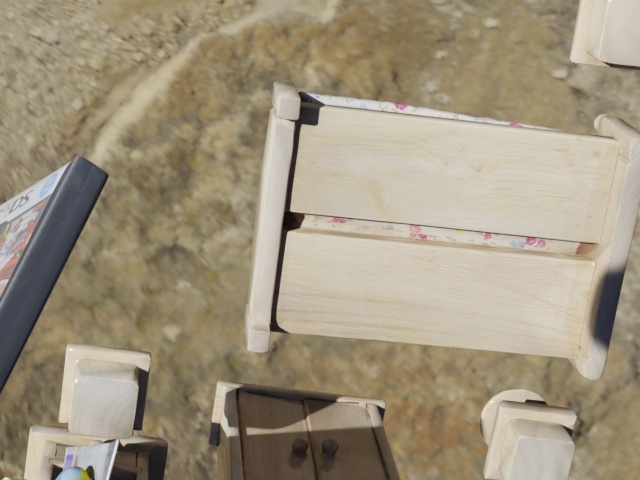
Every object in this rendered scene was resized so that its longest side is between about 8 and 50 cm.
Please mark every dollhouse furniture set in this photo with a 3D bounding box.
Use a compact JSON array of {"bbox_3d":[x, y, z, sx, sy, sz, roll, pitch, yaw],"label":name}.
[{"bbox_3d":[0.000,0.000,0.791,0.303,0.174,0.355,7,107,-8],"label":"dollhouse furniture set"}]

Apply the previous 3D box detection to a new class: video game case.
[{"bbox_3d":[-0.299,0.076,1.149,0.035,0.248,0.275,36,59,-24],"label":"video game case"}]

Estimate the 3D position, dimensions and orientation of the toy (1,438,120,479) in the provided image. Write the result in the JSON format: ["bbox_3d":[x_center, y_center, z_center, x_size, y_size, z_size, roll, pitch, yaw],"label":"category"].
[{"bbox_3d":[-0.138,0.154,0.611,0.056,0.237,0.137,13,78,-9],"label":"toy"}]
